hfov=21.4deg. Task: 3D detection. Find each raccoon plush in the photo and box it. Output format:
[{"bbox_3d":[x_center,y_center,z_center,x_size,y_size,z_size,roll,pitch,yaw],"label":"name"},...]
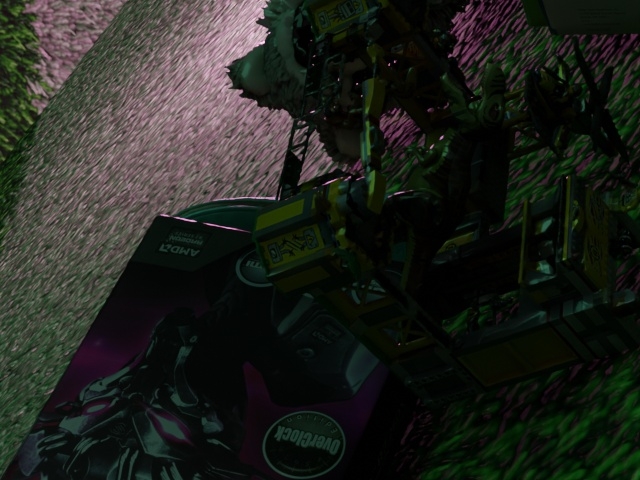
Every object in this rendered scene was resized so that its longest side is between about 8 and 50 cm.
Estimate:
[{"bbox_3d":[0.083,-0.242,1.768,0.299,0.216,0.446,-58,-15,14],"label":"raccoon plush"}]

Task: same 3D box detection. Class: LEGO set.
[{"bbox_3d":[0.110,-0.060,1.119,0.192,0.255,0.331,-21,32,31],"label":"LEGO set"}]

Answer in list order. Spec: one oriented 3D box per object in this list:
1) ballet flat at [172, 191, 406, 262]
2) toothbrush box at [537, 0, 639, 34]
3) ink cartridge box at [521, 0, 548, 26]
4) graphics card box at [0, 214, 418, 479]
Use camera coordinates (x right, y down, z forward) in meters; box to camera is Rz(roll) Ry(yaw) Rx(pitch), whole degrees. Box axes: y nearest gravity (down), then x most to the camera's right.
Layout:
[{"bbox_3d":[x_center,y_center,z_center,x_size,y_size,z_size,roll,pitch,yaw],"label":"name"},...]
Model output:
[{"bbox_3d":[0.000,0.000,1.372,0.247,0.083,0.087,0,14,10],"label":"ballet flat"},{"bbox_3d":[0.290,-0.295,1.236,0.216,0.126,0.295,4,53,31],"label":"toothbrush box"},{"bbox_3d":[0.302,-0.264,1.372,0.255,0.097,0.189,5,48,28],"label":"ink cartridge box"},{"bbox_3d":[-0.079,0.155,1.173,0.233,0.094,0.371,11,48,20],"label":"graphics card box"}]
